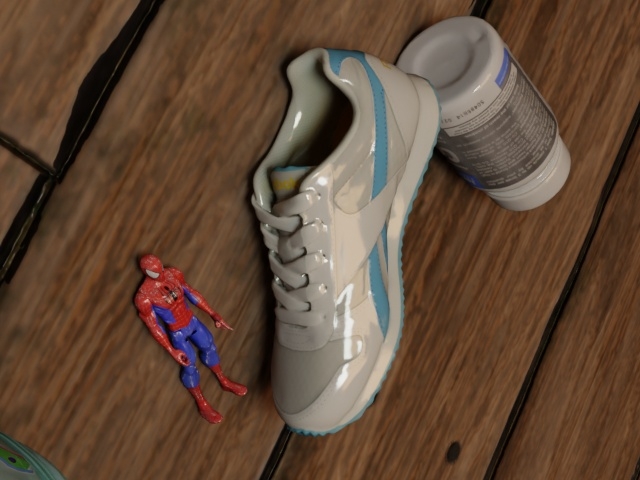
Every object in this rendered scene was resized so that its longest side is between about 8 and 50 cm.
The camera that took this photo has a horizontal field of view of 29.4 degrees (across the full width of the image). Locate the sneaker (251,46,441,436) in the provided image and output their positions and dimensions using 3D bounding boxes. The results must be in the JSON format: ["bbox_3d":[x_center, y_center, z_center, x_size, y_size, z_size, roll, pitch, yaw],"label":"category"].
[{"bbox_3d":[0.000,0.000,0.720,0.092,0.087,0.228,16,81,-42],"label":"sneaker"}]

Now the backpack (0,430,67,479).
[{"bbox_3d":[-0.168,0.165,0.501,0.144,0.166,0.188,9,94,-46],"label":"backpack"}]

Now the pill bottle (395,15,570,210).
[{"bbox_3d":[0.113,-0.081,0.820,0.137,0.078,0.078,43,68,-44],"label":"pill bottle"}]

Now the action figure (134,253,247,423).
[{"bbox_3d":[-0.074,0.052,0.685,0.038,0.030,0.115,-44,127,-26],"label":"action figure"}]
